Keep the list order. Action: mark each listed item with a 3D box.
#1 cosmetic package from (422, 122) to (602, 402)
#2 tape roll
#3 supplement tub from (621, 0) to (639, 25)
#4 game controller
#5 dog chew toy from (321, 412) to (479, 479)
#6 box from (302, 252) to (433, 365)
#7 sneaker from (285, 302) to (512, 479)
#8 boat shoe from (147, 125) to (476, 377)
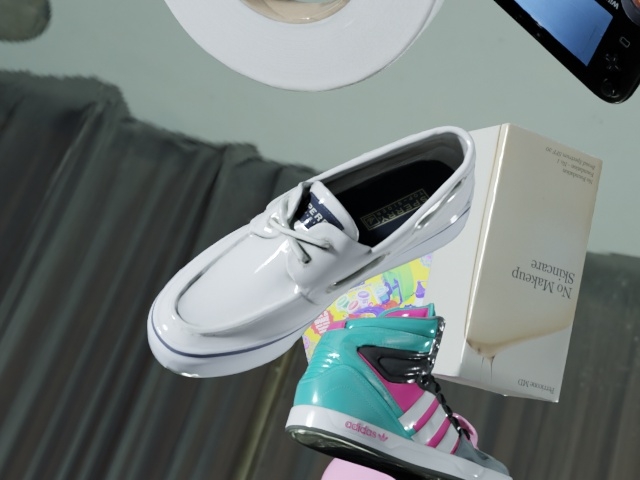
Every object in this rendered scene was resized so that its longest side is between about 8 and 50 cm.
[{"bbox_3d":[0.228,0.029,1.330,0.160,0.309,0.113,16,170,-27],"label":"cosmetic package"},{"bbox_3d":[-0.027,-0.365,1.276,0.392,0.072,0.392,11,122,19],"label":"tape roll"},{"bbox_3d":[0.384,-0.289,1.114,0.106,0.106,0.198,21,164,-4],"label":"supplement tub"},{"bbox_3d":[0.321,-0.327,1.451,0.319,0.067,0.166,48,163,19],"label":"game controller"},{"bbox_3d":[0.068,0.340,1.311,0.207,0.206,0.332,32,105,-23],"label":"dog chew toy"},{"bbox_3d":[0.150,0.134,1.999,0.290,0.177,0.279,-21,161,25],"label":"box"},{"bbox_3d":[0.100,0.158,1.129,0.296,0.178,0.124,29,155,-35],"label":"sneaker"},{"bbox_3d":[0.000,0.000,0.750,0.096,0.268,0.088,56,159,27],"label":"boat shoe"}]
